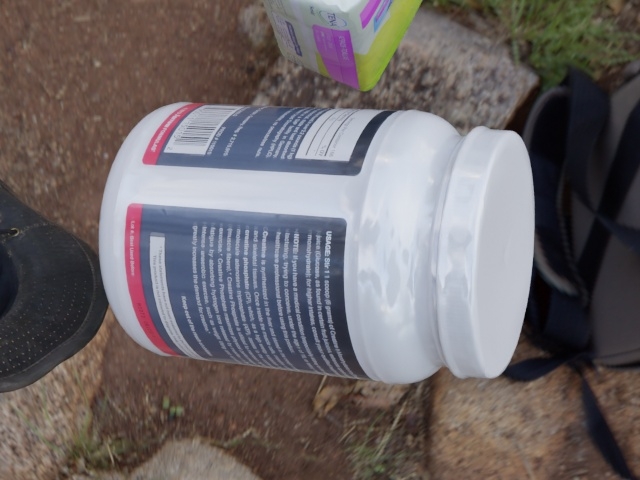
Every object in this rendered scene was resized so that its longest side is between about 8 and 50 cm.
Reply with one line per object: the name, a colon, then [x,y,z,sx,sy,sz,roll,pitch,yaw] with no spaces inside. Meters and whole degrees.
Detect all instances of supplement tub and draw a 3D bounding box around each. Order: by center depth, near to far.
supplement tub: [0.000,0.000,0.863,0.272,0.191,0.191,5,69,22]

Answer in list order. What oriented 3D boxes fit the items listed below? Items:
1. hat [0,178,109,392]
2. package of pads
hat: [-0.340,0.053,0.958,0.331,0.134,0.331,17,27,-9]
package of pads: [0.056,-0.283,0.957,0.101,0.229,0.297,25,85,8]
